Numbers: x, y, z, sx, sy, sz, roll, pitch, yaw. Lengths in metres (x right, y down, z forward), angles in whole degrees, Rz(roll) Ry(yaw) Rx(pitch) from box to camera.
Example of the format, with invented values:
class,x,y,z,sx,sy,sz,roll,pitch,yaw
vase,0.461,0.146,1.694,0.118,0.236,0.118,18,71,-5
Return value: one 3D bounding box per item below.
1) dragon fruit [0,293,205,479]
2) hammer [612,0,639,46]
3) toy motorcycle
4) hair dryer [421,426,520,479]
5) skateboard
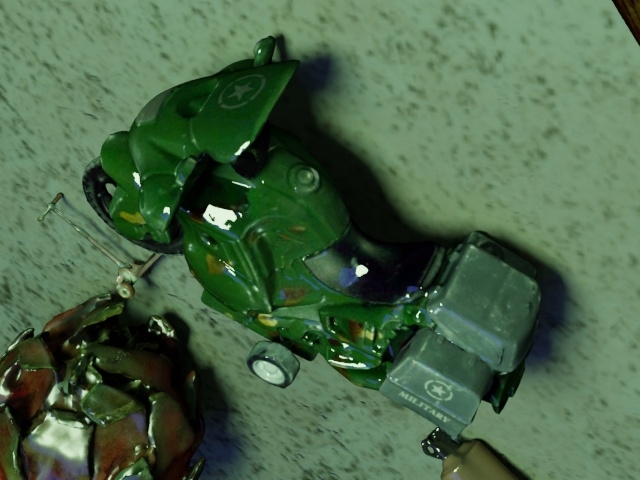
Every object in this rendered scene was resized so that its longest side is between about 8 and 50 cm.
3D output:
class,x,y,z,sx,sy,sz,roll,pitch,yaw
dragon fruit,-0.167,0.138,1.034,0.182,0.182,0.188,43,158,-11
hammer,0.088,-0.175,0.538,0.242,0.095,0.409,-11,127,45
toy motorcycle,0.000,0.000,0.784,0.274,0.125,0.187,29,145,0
hair dryer,0.139,0.185,0.940,0.181,0.064,0.117,42,143,-1
skateboard,-0.143,-0.006,0.967,0.083,0.032,0.064,38,134,-8
